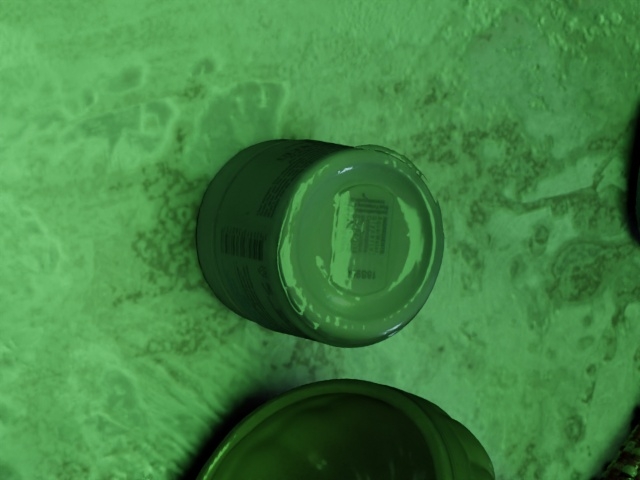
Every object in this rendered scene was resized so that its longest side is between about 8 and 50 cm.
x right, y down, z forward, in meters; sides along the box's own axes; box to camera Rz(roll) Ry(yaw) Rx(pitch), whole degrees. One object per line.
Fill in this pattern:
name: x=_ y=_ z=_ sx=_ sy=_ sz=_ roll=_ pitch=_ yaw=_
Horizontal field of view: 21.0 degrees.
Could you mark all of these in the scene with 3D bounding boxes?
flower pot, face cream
flower pot: x=0.046 y=0.297 z=1.531 sx=0.244 sy=0.307 sz=0.307 roll=44 pitch=74 yaw=-43
face cream: x=0.000 y=0.000 z=1.534 sx=0.177 sy=0.153 sz=0.177 roll=-4 pitch=97 yaw=-31

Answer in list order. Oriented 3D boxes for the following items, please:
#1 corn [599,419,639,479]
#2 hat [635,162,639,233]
corn: x=0.344 y=0.235 z=1.815 sx=0.079 sy=0.079 sz=0.237 roll=42 pitch=70 yaw=-27
hat: x=0.392 y=-0.072 z=1.798 sx=0.138 sy=0.078 sz=0.191 roll=-4 pitch=98 yaw=-28
